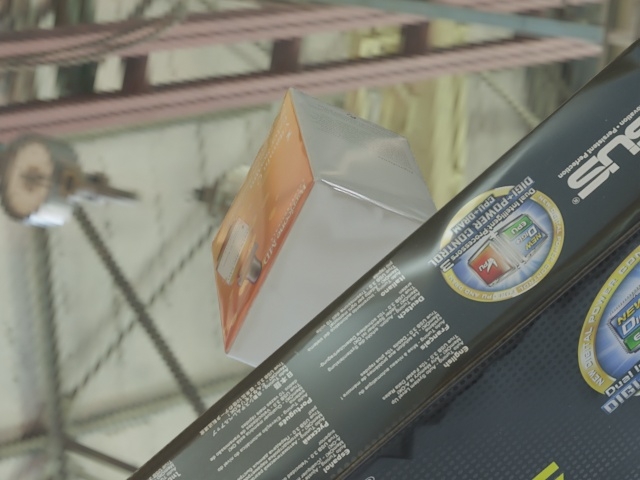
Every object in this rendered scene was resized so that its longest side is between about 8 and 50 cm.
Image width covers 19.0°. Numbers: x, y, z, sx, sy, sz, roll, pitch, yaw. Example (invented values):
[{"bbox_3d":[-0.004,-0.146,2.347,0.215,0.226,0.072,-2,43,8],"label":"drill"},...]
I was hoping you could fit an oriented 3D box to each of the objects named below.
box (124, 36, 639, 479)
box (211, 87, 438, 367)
[{"bbox_3d":[0.067,0.083,0.680,0.270,0.060,0.216,-40,-40,0],"label":"box"},{"bbox_3d":[0.000,0.000,1.213,0.091,0.170,0.130,23,-72,-15],"label":"box"}]
